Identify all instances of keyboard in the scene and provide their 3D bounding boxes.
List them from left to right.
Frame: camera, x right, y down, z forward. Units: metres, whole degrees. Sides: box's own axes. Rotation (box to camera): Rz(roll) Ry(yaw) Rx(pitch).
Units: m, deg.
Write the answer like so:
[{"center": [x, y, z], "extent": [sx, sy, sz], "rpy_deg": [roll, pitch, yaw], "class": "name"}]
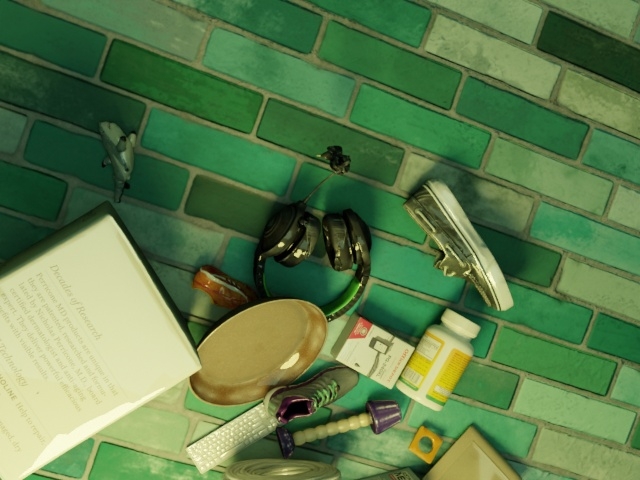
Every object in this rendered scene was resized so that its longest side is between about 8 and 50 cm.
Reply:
[{"center": [-0.164, 0.413, 1.889], "extent": [0.256, 0.014, 0.072], "rpy_deg": [-30, 103, -8], "class": "keyboard"}]

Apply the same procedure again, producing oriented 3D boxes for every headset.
[{"center": [0.000, 0.000, 1.785], "extent": [0.244, 0.185, 0.393], "rpy_deg": [6, 107, -14], "class": "headset"}]

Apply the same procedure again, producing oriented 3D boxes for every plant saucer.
[{"center": [-0.132, 0.221, 1.783], "extent": [0.311, 0.050, 0.310], "rpy_deg": [-19, 137, -18], "class": "plant saucer"}]

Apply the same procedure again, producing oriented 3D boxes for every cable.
[{"center": [-0.077, 0.513, 1.800], "extent": [0.257, 0.257, 0.089], "rpy_deg": [-1, 86, -9], "class": "cable"}]

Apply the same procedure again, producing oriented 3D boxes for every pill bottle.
[{"center": [0.265, 0.259, 1.917], "extent": [0.118, 0.117, 0.208], "rpy_deg": [29, 90, -15], "class": "pill bottle"}]

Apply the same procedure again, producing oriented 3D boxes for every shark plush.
[{"center": [-0.410, -0.160, 1.751], "extent": [0.067, 0.073, 0.161], "rpy_deg": [3, 118, 6], "class": "shark plush"}]

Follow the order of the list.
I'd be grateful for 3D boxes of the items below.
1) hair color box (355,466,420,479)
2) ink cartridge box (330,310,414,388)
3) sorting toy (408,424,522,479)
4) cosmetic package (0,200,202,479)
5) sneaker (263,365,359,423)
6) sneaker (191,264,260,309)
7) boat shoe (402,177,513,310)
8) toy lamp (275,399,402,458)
[{"center": [0.051, 0.649, 1.920], "extent": [0.375, 0.113, 0.185], "rpy_deg": [-11, 99, -11], "class": "hair color box"}, {"center": [0.115, 0.241, 1.906], "extent": [0.151, 0.063, 0.109], "rpy_deg": [30, 90, -15], "class": "ink cartridge box"}, {"center": [0.342, 0.552, 1.992], "extent": [0.196, 0.047, 0.347], "rpy_deg": [-43, 92, -21], "class": "sorting toy"}, {"center": [-0.479, 0.170, 1.620], "extent": [0.394, 0.329, 0.327], "rpy_deg": [-32, 103, -8], "class": "cosmetic package"}, {"center": [-0.006, 0.341, 1.862], "extent": [0.224, 0.098, 0.083], "rpy_deg": [-18, 111, -18], "class": "sneaker"}, {"center": [-0.190, 0.117, 1.828], "extent": [0.175, 0.064, 0.067], "rpy_deg": [33, 109, -10], "class": "sneaker"}, {"center": [0.297, 0.026, 1.906], "extent": [0.119, 0.121, 0.335], "rpy_deg": [-34, 93, 1], "class": "boat shoe"}, {"center": [0.044, 0.410, 1.905], "extent": [0.275, 0.080, 0.080], "rpy_deg": [-15, 101, -9], "class": "toy lamp"}]
